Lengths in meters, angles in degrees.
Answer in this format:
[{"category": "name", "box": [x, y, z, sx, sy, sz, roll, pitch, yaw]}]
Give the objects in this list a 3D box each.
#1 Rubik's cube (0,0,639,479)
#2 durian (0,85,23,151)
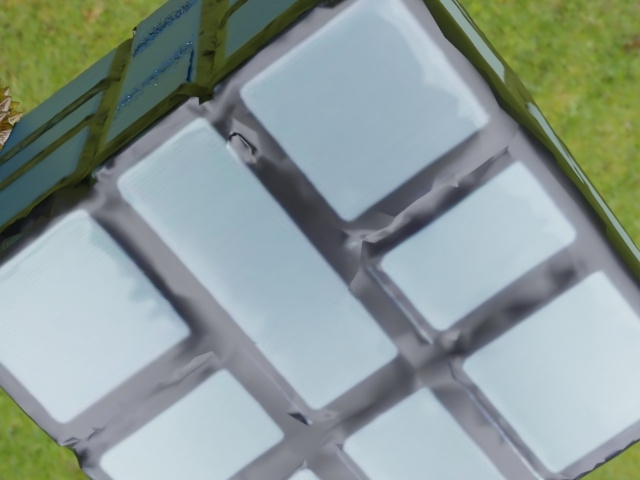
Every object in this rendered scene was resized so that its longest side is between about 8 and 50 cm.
[{"category": "Rubik's cube", "box": [0.000, 0.000, 0.790, 0.283, 0.288, 0.293, -39, 111, 11]}, {"category": "durian", "box": [-0.300, -0.072, 1.067, 0.158, 0.168, 0.137, -41, 168, -6]}]
